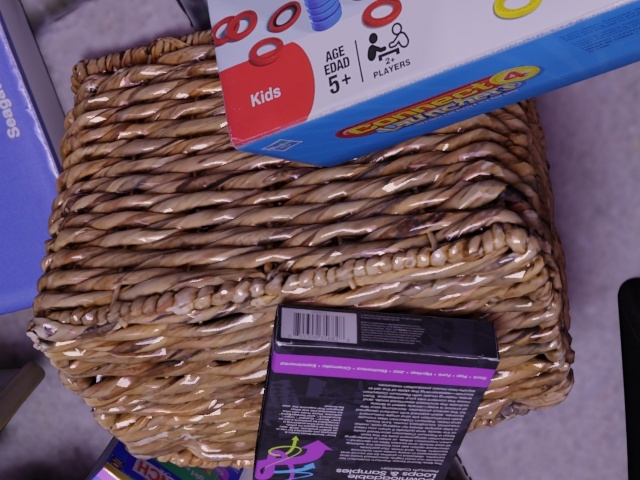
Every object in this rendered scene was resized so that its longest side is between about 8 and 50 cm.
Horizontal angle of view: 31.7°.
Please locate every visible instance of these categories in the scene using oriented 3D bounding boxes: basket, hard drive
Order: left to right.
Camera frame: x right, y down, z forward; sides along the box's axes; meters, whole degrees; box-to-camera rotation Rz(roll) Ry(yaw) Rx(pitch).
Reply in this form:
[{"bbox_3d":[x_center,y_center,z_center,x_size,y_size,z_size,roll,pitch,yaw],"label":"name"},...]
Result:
[{"bbox_3d":[-0.322,-0.030,0.784,0.319,0.040,0.210,-14,106,14],"label":"hard drive"},{"bbox_3d":[0.000,0.000,0.715,0.299,0.223,0.213,-12,140,13],"label":"basket"}]

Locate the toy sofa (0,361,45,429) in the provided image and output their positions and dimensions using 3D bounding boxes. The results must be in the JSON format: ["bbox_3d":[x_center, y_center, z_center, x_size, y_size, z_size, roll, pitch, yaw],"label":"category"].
[{"bbox_3d":[-0.384,0.072,0.728,0.362,0.150,0.177,39,110,-5],"label":"toy sofa"}]

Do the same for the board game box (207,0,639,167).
[{"bbox_3d":[0.076,-0.221,0.513,0.308,0.086,0.301,-17,78,33],"label":"board game box"}]

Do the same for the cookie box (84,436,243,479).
[{"bbox_3d":[-0.109,0.169,0.785,0.092,0.107,0.040,39,111,-6],"label":"cookie box"}]

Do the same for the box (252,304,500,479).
[{"bbox_3d":[0.025,0.095,0.635,0.116,0.029,0.162,5,140,-6],"label":"box"}]

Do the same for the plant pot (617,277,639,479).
[{"bbox_3d":[0.285,0.133,0.677,0.188,0.167,0.187,-4,108,12],"label":"plant pot"}]
